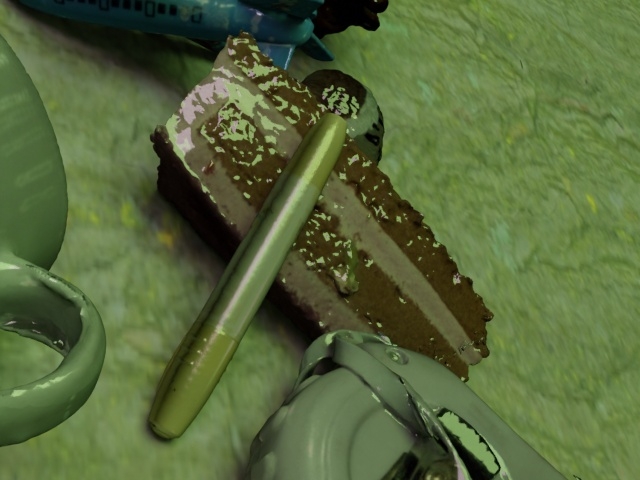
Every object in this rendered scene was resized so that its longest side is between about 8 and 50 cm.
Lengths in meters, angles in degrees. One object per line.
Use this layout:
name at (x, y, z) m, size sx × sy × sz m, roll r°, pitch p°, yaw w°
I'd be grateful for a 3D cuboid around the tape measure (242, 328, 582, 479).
tape measure at (0.051, 0.168, 0.601) m, size 0.236 × 0.120 × 0.197 m, roll 44°, pitch 42°, yaw 8°

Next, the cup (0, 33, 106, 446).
cup at (-0.226, 0.016, 0.431) m, size 0.258 × 0.186 × 0.234 m, roll 32°, pitch 40°, yaw 11°

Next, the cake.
cake at (0.000, 0.000, 0.721) m, size 0.116 × 0.113 × 0.295 m, roll -45°, pitch 100°, yaw -18°

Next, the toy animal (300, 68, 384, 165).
toy animal at (0.021, -0.078, 0.805) m, size 0.137 × 0.098 × 0.098 m, roll 32°, pitch 41°, yaw -15°

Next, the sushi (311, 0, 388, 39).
sushi at (-0.004, -0.283, 0.862) m, size 0.212 × 0.227 × 0.215 m, roll 37°, pitch 45°, yaw -18°

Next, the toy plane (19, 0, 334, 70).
toy plane at (-0.122, -0.191, 0.741) m, size 0.271 × 0.254 × 0.105 m, roll 23°, pitch 84°, yaw 7°

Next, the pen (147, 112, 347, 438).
pen at (-0.044, 0.018, 0.636) m, size 0.032 × 0.040 × 0.233 m, roll 38°, pitch 71°, yaw -29°
